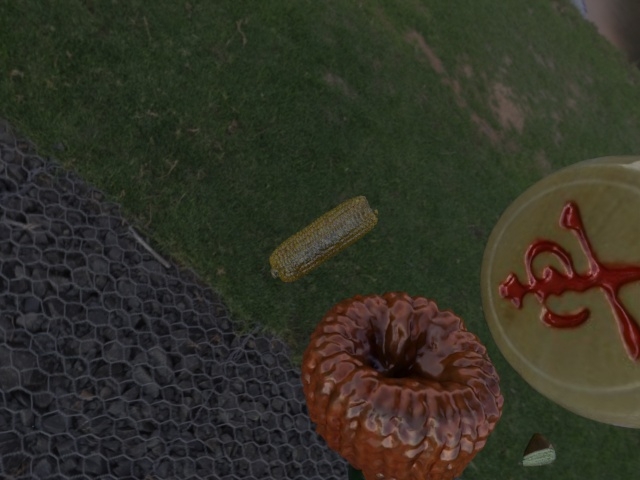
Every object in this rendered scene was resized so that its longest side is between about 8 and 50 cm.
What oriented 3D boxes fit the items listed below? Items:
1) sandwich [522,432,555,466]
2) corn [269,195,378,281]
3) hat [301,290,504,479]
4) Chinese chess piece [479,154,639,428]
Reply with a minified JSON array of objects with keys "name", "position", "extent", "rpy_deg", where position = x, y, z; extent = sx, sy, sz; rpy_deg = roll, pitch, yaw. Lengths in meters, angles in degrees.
[{"name":"sandwich","position":[0.384,0.366,0.737],"extent":[0.083,0.044,0.031],"rpy_deg":[-19,97,-47]},{"name":"corn","position":[0.000,0.000,0.686],"extent":[0.068,0.207,0.068],"rpy_deg":[49,17,-21]},{"name":"hat","position":[0.107,0.279,0.712],"extent":[0.285,0.400,0.285],"rpy_deg":[4,46,-4]},{"name":"Chinese chess piece","position":[0.273,0.045,0.407],"extent":[0.097,0.251,0.251],"rpy_deg":[5,67,-30]}]
